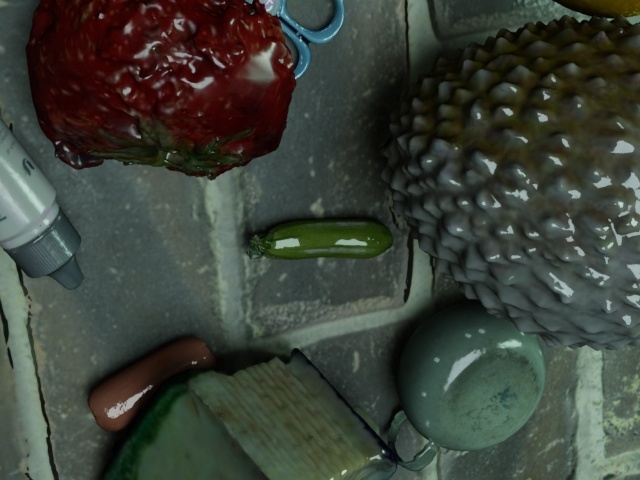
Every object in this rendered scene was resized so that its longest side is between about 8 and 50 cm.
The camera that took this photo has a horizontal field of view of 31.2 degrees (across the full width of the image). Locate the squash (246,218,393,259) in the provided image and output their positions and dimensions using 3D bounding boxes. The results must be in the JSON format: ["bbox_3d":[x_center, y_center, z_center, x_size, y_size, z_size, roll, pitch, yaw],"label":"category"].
[{"bbox_3d":[0.000,0.000,1.352,0.184,0.052,0.052,-4,111,-20],"label":"squash"}]

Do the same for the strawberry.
[{"bbox_3d":[-0.155,-0.186,1.130,0.274,0.274,0.220,4,75,-24],"label":"strawberry"}]

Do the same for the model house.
[{"bbox_3d":[-0.066,0.286,1.349,0.284,0.243,0.298,-13,144,-46],"label":"model house"}]

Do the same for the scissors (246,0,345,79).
[{"bbox_3d":[-0.090,-0.274,1.222,0.256,0.030,0.125,35,97,-31],"label":"scissors"}]

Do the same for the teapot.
[{"bbox_3d":[0.186,0.168,1.452,0.193,0.129,0.294,38,94,-29],"label":"teapot"}]

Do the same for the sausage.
[{"bbox_3d":[-0.193,0.165,1.326,0.154,0.062,0.062,-29,118,-10],"label":"sausage"}]

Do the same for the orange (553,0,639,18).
[{"bbox_3d":[0.324,-0.354,1.260,0.236,0.236,0.236,-8,112,-20],"label":"orange"}]

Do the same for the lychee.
[{"bbox_3d":[0.278,-0.069,1.259,0.432,0.380,0.380,18,102,-9],"label":"lychee"}]

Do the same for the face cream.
[{"bbox_3d":[-0.337,-0.067,1.164,0.092,0.092,0.311,-36,120,-7],"label":"face cream"}]
